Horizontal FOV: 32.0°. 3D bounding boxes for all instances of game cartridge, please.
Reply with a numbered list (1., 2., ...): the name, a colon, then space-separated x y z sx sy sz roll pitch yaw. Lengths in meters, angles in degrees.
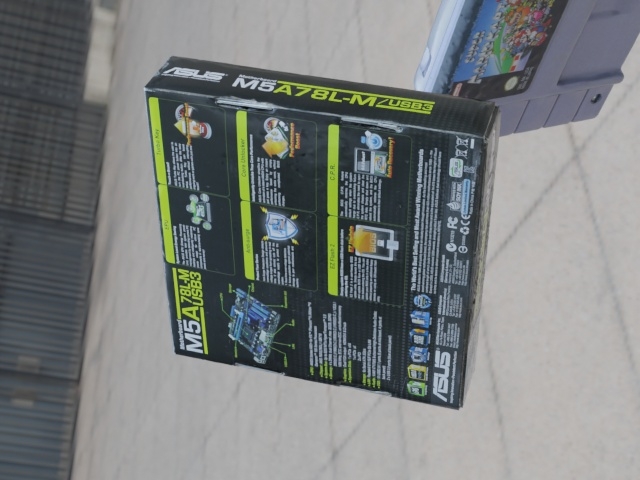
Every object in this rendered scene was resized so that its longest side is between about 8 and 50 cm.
1. game cartridge: 0.218 -0.230 0.997 0.068 0.230 0.355 56 148 30

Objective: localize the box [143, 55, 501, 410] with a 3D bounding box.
1. box: 0.000 0.000 0.625 0.045 0.184 0.191 -60 -25 -49
